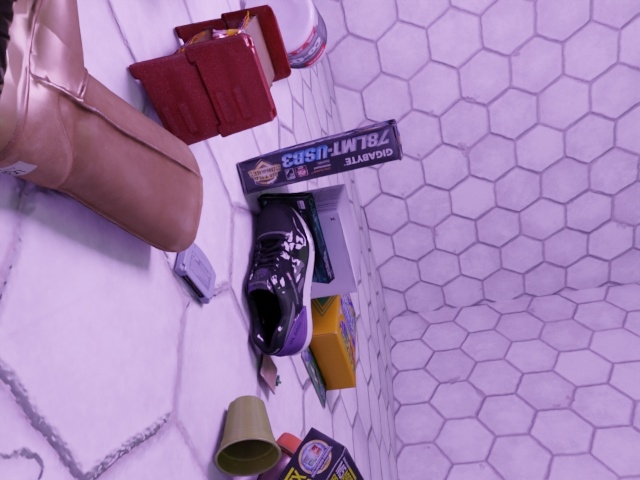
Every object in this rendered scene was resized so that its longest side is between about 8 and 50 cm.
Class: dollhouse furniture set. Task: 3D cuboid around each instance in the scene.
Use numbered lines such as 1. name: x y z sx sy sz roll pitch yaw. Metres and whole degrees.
1. dollhouse furniture set: -0.167 -0.332 0.597 0.201 0.152 0.373 -84 159 -56

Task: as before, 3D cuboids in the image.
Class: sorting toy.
1. sorting toy: -0.086 0.235 0.839 0.062 0.012 0.083 -93 164 -54

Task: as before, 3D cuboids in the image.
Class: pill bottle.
1. pill bottle: -0.070 -0.516 1.198 0.283 0.162 0.161 -43 122 -76

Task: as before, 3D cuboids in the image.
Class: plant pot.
1. plant pot: -0.096 0.252 0.641 0.079 0.084 0.083 -104 176 -55

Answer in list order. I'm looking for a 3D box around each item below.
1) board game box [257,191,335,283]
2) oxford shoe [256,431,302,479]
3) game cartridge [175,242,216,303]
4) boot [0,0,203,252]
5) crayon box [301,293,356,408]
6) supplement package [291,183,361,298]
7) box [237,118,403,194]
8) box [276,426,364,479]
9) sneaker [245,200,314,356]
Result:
1. board game box: -0.048 -0.005 0.961 0.026 0.126 0.186 -38 122 -44
2. oxford shoe: -0.051 0.410 0.741 0.098 0.097 0.271 -40 133 -38
3. game cartridge: -0.162 0.039 0.636 0.083 0.017 0.055 67 20 -47
4. boot: -0.199 -0.127 0.447 0.269 0.089 0.235 40 54 -71
5. crayon box: 0.031 0.229 1.236 0.322 0.083 0.203 -83 160 -53
6. supplement package: 0.000 0.000 1.114 0.203 0.150 0.194 -73 151 -66
7. box: 0.016 -0.177 0.987 0.293 0.296 0.073 -65 141 -72
8. box: -0.014 0.413 0.654 0.216 0.060 0.270 -51 140 -29
9. sneaker: -0.075 0.056 0.840 0.124 0.107 0.282 31 49 -66
